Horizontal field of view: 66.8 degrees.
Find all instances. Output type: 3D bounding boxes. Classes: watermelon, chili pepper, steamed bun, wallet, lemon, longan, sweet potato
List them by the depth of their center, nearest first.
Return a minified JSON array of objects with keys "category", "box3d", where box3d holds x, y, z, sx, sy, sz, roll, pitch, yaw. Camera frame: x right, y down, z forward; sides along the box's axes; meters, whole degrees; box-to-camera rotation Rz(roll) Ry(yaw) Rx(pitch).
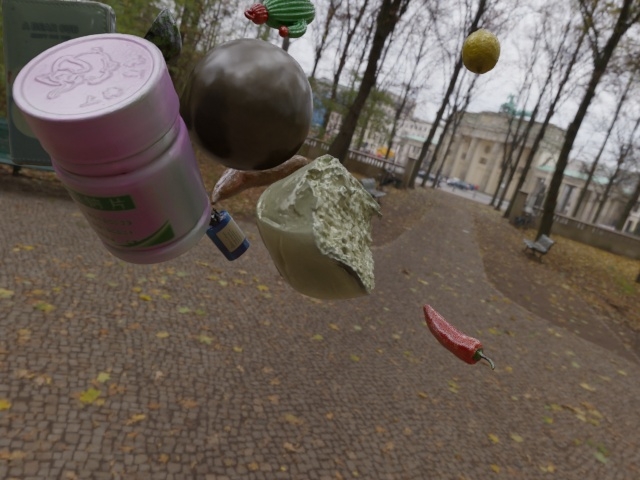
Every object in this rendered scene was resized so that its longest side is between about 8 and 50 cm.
[{"category":"longan","box3d":[-0.141,-0.251,0.916,0.258,0.258,0.258,16,12,-3]},{"category":"wallet","box3d":[-0.554,-0.341,1.060,0.252,0.360,0.083,3,11,-4]},{"category":"steamed bun","box3d":[0.000,0.000,1.078,0.274,0.290,0.272,-23,30,14]},{"category":"chili pepper","box3d":[0.337,0.246,1.225,0.071,0.063,0.272,-17,31,-23]},{"category":"watermelon","box3d":[-0.414,-0.530,1.249,0.094,0.135,0.125,25,13,34]},{"category":"lemon","box3d":[0.465,-0.547,1.406,0.109,0.133,0.109,3,-1,0]},{"category":"sweet potato","box3d":[-0.200,-0.205,1.481,0.355,0.095,0.106,-26,58,-30]}]

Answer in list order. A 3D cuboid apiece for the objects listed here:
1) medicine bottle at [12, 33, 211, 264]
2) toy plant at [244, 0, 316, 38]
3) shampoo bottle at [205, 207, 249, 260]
[{"category":"medicine bottle","box3d":[-0.310,-0.131,0.785,0.212,0.325,0.212,-1,54,1]},{"category":"toy plant","box3d":[-0.105,-0.651,1.409,0.155,0.088,0.240,39,49,-9]},{"category":"shampoo bottle","box3d":[-0.279,-0.022,1.415,0.050,0.087,0.183,37,-17,43]}]
